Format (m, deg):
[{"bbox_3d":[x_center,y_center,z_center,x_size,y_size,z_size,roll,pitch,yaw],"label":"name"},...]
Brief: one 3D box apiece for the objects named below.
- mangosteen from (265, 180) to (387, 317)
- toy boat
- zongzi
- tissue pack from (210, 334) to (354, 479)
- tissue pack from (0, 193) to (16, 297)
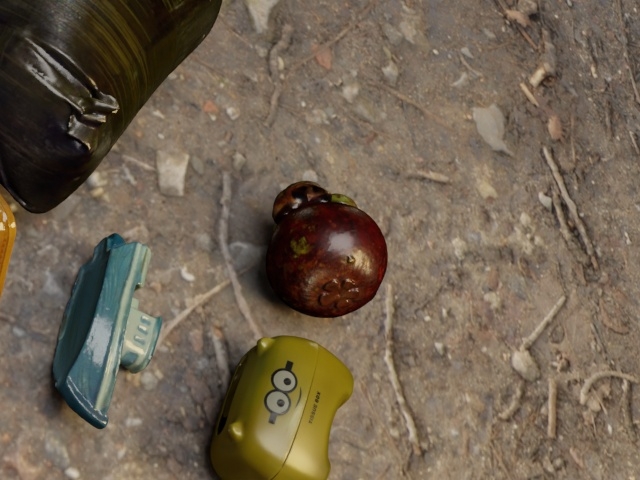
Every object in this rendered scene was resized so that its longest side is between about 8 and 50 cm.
[{"bbox_3d":[0.011,0.004,1.542,0.146,0.156,0.181,6,40,4],"label":"mangosteen"},{"bbox_3d":[-0.216,0.101,1.366,0.102,0.088,0.215,28,54,-26],"label":"toy boat"},{"bbox_3d":[-0.349,-0.293,1.407,0.432,0.208,0.403,35,46,-2],"label":"zongzi"},{"bbox_3d":[-0.049,0.195,1.415,0.127,0.123,0.178,32,54,-19],"label":"tissue pack"},{"bbox_3d":[-0.438,0.029,1.147,0.275,0.194,0.145,-19,54,-39],"label":"tissue pack"}]
